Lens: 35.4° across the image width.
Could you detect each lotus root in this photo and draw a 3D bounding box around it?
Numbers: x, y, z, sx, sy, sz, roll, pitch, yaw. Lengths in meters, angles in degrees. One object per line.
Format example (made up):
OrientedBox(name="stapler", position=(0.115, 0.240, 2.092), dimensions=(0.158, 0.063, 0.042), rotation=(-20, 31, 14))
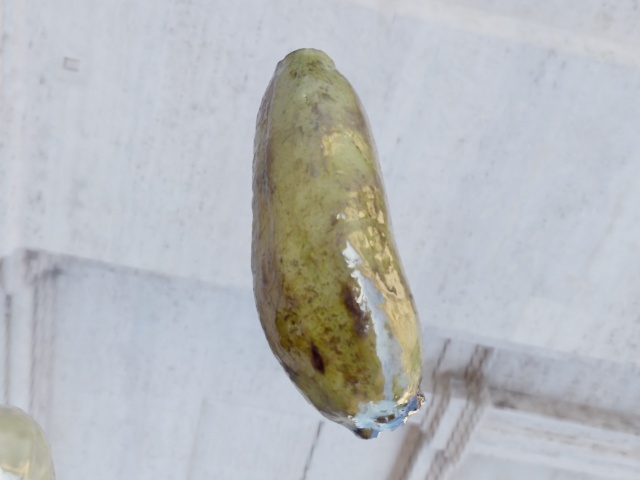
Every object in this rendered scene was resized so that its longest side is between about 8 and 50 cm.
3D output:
OrientedBox(name="lotus root", position=(0.000, 0.000, 0.646), dimensions=(0.110, 0.097, 0.259), rotation=(-38, -123, 49))

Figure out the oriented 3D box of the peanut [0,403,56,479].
OrientedBox(name="peanut", position=(-0.230, 0.136, 0.581), dimensions=(0.236, 0.120, 0.110), rotation=(-16, -83, 45))
